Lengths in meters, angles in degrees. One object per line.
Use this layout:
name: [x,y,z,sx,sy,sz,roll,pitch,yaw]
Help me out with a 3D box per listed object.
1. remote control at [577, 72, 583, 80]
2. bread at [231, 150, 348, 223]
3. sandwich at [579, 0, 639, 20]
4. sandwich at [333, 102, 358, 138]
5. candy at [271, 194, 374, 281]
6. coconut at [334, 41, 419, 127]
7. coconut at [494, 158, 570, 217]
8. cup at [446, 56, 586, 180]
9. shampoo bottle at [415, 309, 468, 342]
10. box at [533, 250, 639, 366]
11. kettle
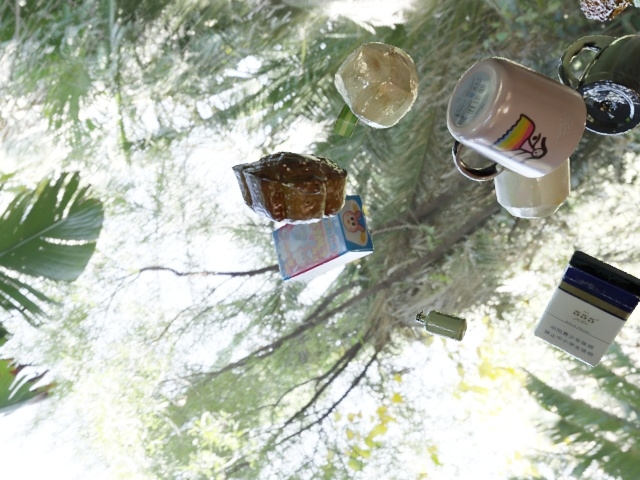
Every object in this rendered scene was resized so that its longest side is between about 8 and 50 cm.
remote control: [0.868,-0.488,2.153,0.313,0.055,0.109,-45,-37,-27]
bread: [-0.053,-0.124,1.321,0.232,0.247,0.135,-20,-63,-35]
sandwich: [0.788,-0.713,1.614,0.250,0.162,0.301,51,-177,7]
sandwich: [0.102,-0.449,2.252,0.074,0.074,0.116,24,-132,1]
candy: [-0.001,0.000,1.649,0.100,0.306,0.157,-2,-105,-40]
coconut: [0.215,-0.568,2.172,0.297,0.254,0.297,33,-153,-19]
coconut: [0.630,-0.193,1.808,0.241,0.241,0.241,33,-142,-31]
cup: [0.356,-0.226,1.205,0.201,0.253,0.191,17,-136,-25]
shampoo bottle: [0.378,0.263,1.917,0.079,0.162,0.079,-38,-45,-51]
box: [0.613,0.159,1.398,0.168,0.259,0.071,29,-133,21]
kettle: [0.952,-0.555,2.002,0.321,0.228,0.324,26,-116,18]
